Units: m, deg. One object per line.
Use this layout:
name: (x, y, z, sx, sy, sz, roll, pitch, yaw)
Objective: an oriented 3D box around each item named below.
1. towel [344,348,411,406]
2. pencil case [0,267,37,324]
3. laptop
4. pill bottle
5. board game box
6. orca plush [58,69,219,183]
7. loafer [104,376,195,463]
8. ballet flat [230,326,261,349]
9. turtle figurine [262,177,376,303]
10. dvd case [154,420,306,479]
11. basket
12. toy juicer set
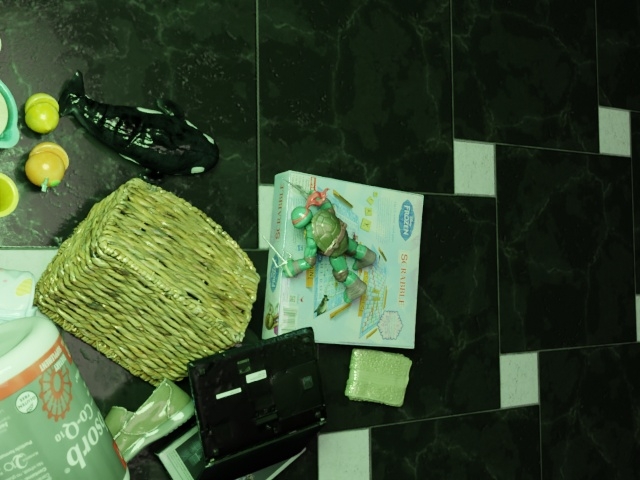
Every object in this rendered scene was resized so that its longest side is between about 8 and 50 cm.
towel: (0.119, 0.277, 1.583, 0.148, 0.027, 0.110, 15, 79, -30)
pencil case: (-0.556, 0.076, 1.127, 0.273, 0.124, 0.113, 14, 81, -31)
laptop: (-0.122, 0.294, 1.329, 0.234, 0.137, 0.264, -13, 98, -32)
pill bottle: (-0.392, 0.307, 1.080, 0.210, 0.210, 0.362, -31, 111, -29)
board game box: (0.050, 0.046, 1.530, 0.318, 0.066, 0.318, 9, 83, -30)
orca plush: (-0.287, -0.195, 1.316, 0.287, 0.102, 0.151, 37, 70, -24)
loafer: (-0.326, 0.313, 1.276, 0.251, 0.094, 0.087, -33, 91, -22)
ballet flat: (-0.123, 0.208, 1.436, 0.173, 0.049, 0.057, 41, 62, -16)
turtle figurine: (0.000, 0.000, 1.403, 0.234, 0.118, 0.175, 42, 68, -27)
dvd case: (-0.157, 0.380, 1.410, 0.239, 0.030, 0.179, -35, 106, -27)
basket: (-0.284, 0.067, 1.312, 0.299, 0.223, 0.213, 39, 36, -24)
toy juicer set: (-0.496, -0.208, 1.176, 0.209, 0.090, 0.328, -33, 101, -42)
